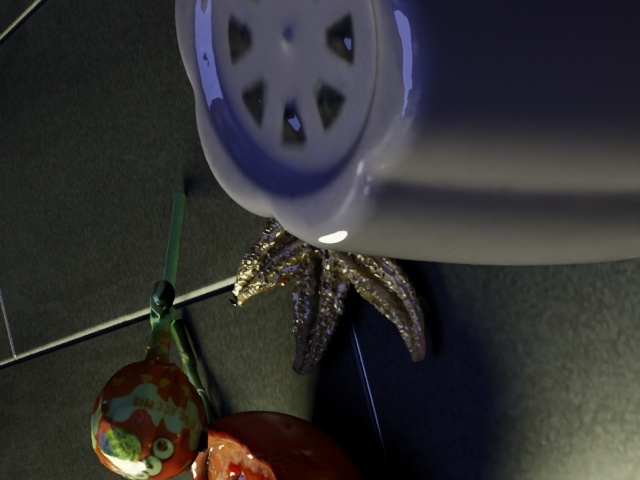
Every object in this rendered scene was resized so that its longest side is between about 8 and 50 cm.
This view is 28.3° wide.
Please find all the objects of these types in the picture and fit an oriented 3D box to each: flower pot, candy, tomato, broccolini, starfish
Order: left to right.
[{"bbox_3d":[-0.120,0.062,0.997,0.287,0.084,0.078,-87,22,-46],"label":"candy"},{"bbox_3d":[-0.111,0.136,1.111,0.030,0.035,0.139,-39,66,47],"label":"broccolini"},{"bbox_3d":[-0.006,0.228,0.939,0.228,0.101,0.227,36,134,50],"label":"tomato"},{"bbox_3d":[0.001,0.000,0.910,0.240,0.043,0.227,50,138,30],"label":"starfish"},{"bbox_3d":[0.076,-0.109,0.610,0.265,0.243,0.265,14,108,51],"label":"flower pot"}]
